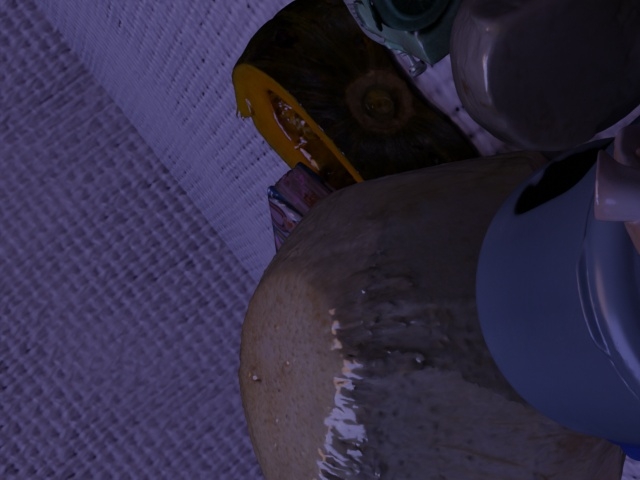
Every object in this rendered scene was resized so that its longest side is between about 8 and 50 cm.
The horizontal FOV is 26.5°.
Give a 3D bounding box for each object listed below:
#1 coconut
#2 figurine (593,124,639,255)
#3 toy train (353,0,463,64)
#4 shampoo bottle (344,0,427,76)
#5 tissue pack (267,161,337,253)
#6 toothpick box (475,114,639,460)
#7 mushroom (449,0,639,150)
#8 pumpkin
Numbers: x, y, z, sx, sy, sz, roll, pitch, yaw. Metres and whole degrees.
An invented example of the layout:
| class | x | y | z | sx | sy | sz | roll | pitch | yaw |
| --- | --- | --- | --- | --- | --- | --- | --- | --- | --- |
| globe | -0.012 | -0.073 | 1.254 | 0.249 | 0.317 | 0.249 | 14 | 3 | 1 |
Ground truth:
| class | x | y | z | sx | sy | sz | roll | pitch | yaw |
| --- | --- | --- | --- | --- | --- | --- | --- | --- | --- |
| coconut | 0.137 | 0.106 | 1.277 | 0.344 | 0.415 | 0.415 | 52 | 171 | 43 |
| figurine | 0.232 | -0.094 | 0.671 | 0.162 | 0.141 | 0.236 | -86 | 10 | -45 |
| toy train | 0.036 | -0.284 | 0.987 | 0.326 | 0.159 | 0.129 | 56 | 170 | -34 |
| shampoo bottle | 0.060 | -0.223 | 1.318 | 0.152 | 0.045 | 0.077 | 57 | 164 | -17 |
| tissue pack | 0.000 | 0.000 | 1.495 | 0.115 | 0.065 | 0.155 | 41 | 161 | 21 |
| toothpick box | 0.246 | 0.043 | 0.957 | 0.263 | 0.263 | 0.355 | 52 | 169 | -2 |
| mushroom | 0.152 | -0.123 | 0.878 | 0.128 | 0.128 | 0.350 | 51 | -168 | 3 |
| pumpkin | 0.039 | -0.113 | 1.506 | 0.317 | 0.139 | 0.222 | 47 | 164 | 6 |
